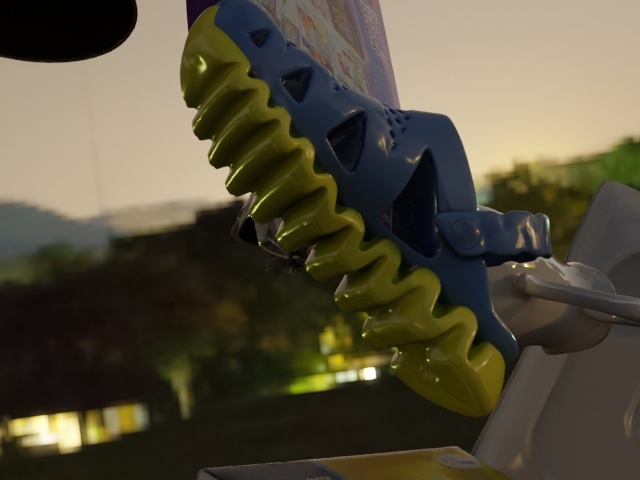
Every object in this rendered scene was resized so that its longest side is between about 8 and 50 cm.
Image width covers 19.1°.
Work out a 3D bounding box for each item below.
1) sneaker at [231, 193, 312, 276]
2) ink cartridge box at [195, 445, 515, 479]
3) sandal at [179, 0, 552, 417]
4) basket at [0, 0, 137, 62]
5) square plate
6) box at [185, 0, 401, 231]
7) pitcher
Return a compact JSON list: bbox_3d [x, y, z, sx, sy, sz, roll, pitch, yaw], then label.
[{"bbox_3d":[0.000,0.000,1.871,0.115,0.105,0.281,-48,24,-6],"label":"sneaker"},{"bbox_3d":[0.114,0.228,1.215,0.307,0.072,0.303,25,11,34],"label":"ink cartridge box"},{"bbox_3d":[0.037,-0.038,1.244,0.138,0.317,0.126,-46,16,-18],"label":"sandal"},{"bbox_3d":[-0.213,-0.270,1.438,0.204,0.227,0.154,11,-37,1],"label":"basket"},{"bbox_3d":[0.361,0.163,1.873,0.347,0.344,0.049,26,4,10],"label":"square plate"},{"bbox_3d":[-0.020,-0.157,1.414,0.057,0.293,0.201,-33,-53,20],"label":"box"},{"bbox_3d":[0.166,0.040,1.613,0.207,0.125,0.178,16,-11,-34],"label":"pitcher"}]
